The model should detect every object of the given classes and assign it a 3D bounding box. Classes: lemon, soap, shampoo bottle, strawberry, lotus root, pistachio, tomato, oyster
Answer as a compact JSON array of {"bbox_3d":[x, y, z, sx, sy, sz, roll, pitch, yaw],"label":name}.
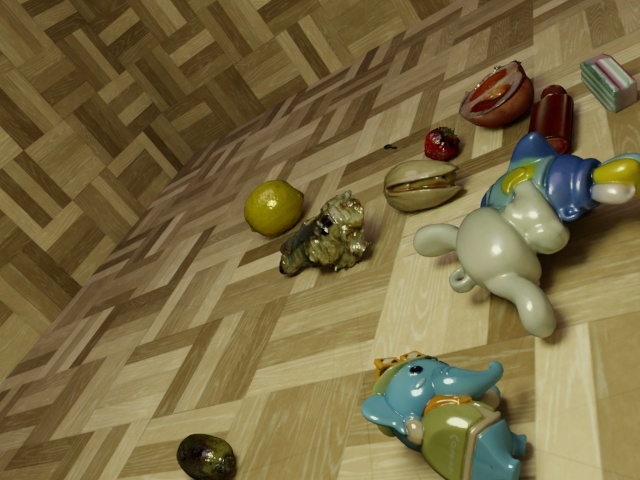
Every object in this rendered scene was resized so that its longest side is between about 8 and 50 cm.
[{"bbox_3d":[-0.153,-0.105,1.885,0.193,0.180,0.181,-49,15,33],"label":"lemon"},{"bbox_3d":[0.647,-0.358,1.307,0.056,0.100,0.149,-27,51,11],"label":"soap"},{"bbox_3d":[0.541,-0.281,1.362,0.102,0.064,0.260,-19,30,37],"label":"shampoo bottle"},{"bbox_3d":[0.329,-0.258,1.590,0.106,0.106,0.106,-31,25,16],"label":"strawberry"},{"bbox_3d":[-0.233,0.429,1.152,0.179,0.081,0.089,-6,38,49],"label":"lotus root"},{"bbox_3d":[0.248,-0.140,1.450,0.152,0.127,0.223,-11,2,-42],"label":"pistachio"},{"bbox_3d":[0.478,-0.366,1.545,0.199,0.112,0.228,-31,25,33],"label":"tomato"},{"bbox_3d":[-0.001,-0.008,1.533,0.337,0.133,0.198,-30,48,53],"label":"oyster"}]

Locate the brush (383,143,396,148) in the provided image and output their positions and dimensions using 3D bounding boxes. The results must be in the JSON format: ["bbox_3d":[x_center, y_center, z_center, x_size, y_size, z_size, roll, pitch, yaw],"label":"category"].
[{"bbox_3d":[0.230,-0.308,1.909,0.024,0.008,0.083,-38,23,-8],"label":"brush"}]

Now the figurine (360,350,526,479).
[{"bbox_3d":[0.187,0.252,0.844,0.261,0.154,0.180,16,47,41],"label":"figurine"}]

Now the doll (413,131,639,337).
[{"bbox_3d":[0.377,-0.033,1.045,0.366,0.187,0.376,-46,47,2],"label":"doll"}]
